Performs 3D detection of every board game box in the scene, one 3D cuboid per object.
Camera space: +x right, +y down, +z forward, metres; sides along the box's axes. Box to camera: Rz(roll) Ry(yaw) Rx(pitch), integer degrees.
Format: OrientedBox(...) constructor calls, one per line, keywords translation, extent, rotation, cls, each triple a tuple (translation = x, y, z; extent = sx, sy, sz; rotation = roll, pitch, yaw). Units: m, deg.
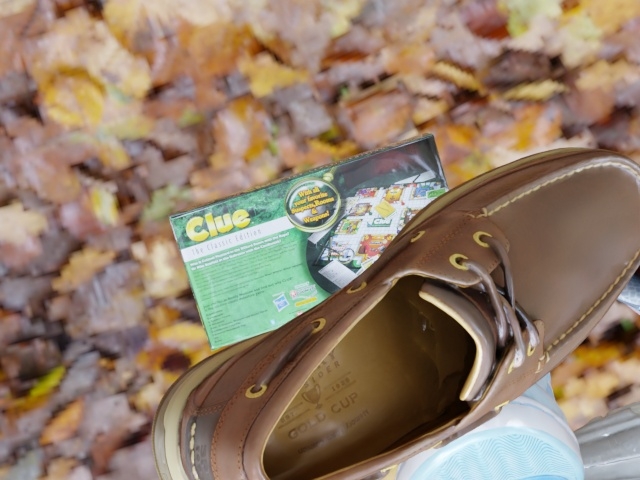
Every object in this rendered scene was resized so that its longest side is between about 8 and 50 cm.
OrientedBox(translation=(0.000, 0.000, 1.453), extent=(0.260, 0.030, 0.136), rotation=(-17, 103, -7), cls="board game box")

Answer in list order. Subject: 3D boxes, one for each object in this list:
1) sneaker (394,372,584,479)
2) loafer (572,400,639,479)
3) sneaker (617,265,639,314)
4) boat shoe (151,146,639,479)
OrientedBox(translation=(0.104, 0.099, 1.065), extent=(0.127, 0.208, 0.319), rotation=(-9, 156, 3), cls="sneaker")
OrientedBox(translation=(0.205, 0.237, 1.351), extent=(0.319, 0.111, 0.112), rotation=(-28, 146, 28), cls="loafer")
OrientedBox(translation=(0.265, 0.011, 0.798), extent=(0.262, 0.104, 0.125), rotation=(-11, 169, 35), cls="sneaker")
OrientedBox(translation=(0.037, 0.027, 0.445), extent=(0.178, 0.064, 0.060), rotation=(-32, -172, -23), cls="boat shoe")
